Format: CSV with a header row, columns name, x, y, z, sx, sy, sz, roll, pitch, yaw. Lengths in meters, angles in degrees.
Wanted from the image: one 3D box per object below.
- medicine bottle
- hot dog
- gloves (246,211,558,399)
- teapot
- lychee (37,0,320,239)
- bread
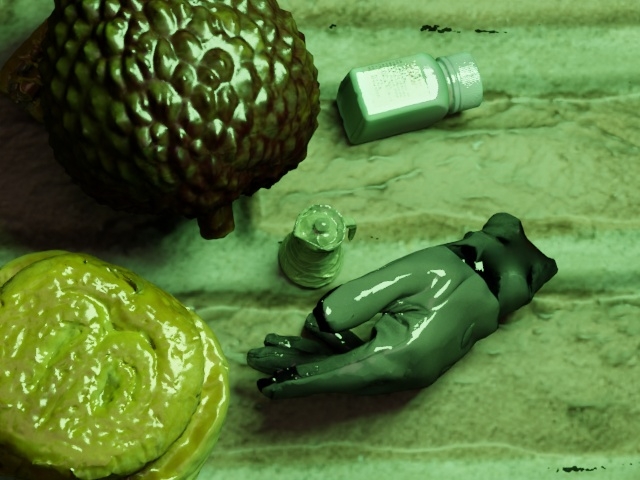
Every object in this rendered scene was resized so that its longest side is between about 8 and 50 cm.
name,x,y,z,sx,sy,sz,roll,pitch,yaw
medicine bottle,0.079,-0.129,1.671,0.118,0.074,0.055,-14,76,-13
hot dog,-0.208,-0.174,1.654,0.071,0.045,0.165,40,73,6
gloves,0.072,0.061,1.590,0.285,0.142,0.119,-23,51,-14
teapot,0.000,0.000,1.617,0.067,0.083,0.057,-22,74,-12
lychee,-0.119,-0.132,1.549,0.236,0.236,0.271,-26,99,-15
bread,-0.191,0.113,1.533,0.236,0.120,0.198,28,69,-1
